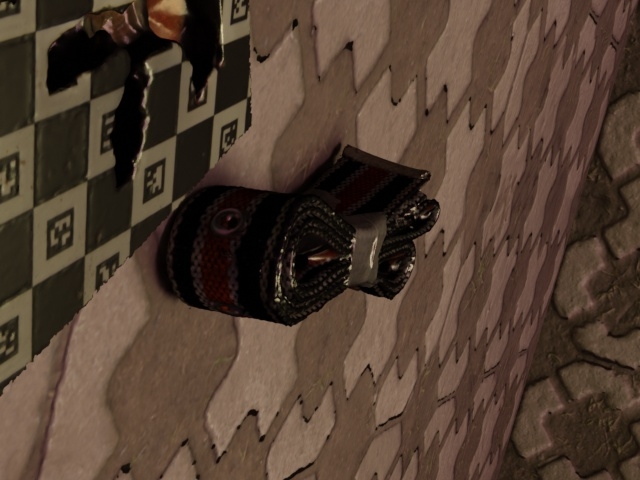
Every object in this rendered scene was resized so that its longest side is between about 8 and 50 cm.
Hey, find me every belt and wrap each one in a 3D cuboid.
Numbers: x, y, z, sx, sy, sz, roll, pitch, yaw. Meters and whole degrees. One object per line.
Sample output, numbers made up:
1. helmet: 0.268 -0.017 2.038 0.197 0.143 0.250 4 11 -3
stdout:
1. belt: 0.000 0.000 0.887 0.359 0.094 0.126 -16 123 -66

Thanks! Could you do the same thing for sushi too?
1. sushi: -0.119 -0.075 0.575 0.279 0.043 0.193 -53 153 -44
